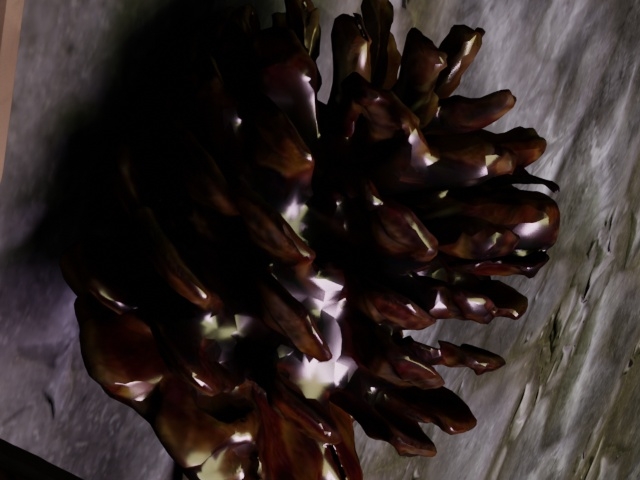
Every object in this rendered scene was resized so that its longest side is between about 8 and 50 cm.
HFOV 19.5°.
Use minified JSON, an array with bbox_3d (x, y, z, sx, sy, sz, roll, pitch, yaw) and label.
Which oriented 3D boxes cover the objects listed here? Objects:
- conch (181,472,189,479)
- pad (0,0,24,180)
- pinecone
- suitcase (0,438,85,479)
[{"bbox_3d":[-0.070,0.201,1.391,0.104,0.094,0.176,-39,123,-22],"label":"conch"},{"bbox_3d":[-0.223,-0.038,0.839,0.266,0.002,0.176,-34,144,-51],"label":"pad"},{"bbox_3d":[0.006,0.000,1.078,0.296,0.242,0.298,-64,154,6],"label":"pinecone"},{"bbox_3d":[-0.175,0.210,0.840,0.236,0.297,0.161,-68,166,14],"label":"suitcase"}]
